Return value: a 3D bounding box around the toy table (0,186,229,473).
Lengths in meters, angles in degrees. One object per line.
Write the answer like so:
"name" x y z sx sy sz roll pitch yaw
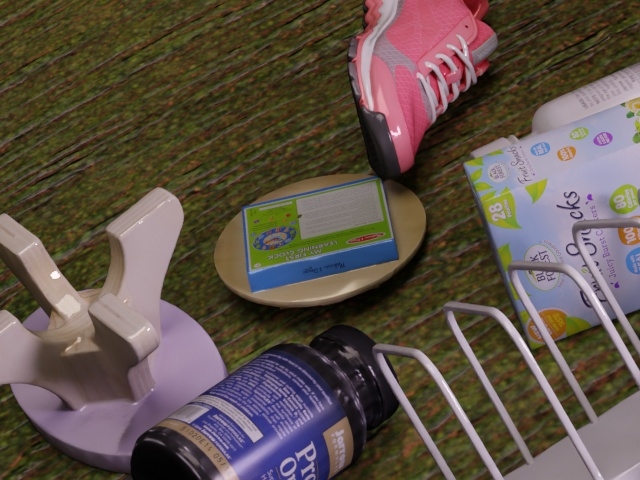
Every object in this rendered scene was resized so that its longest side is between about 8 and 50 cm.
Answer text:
"toy table" -0.210 0.083 1.802 0.274 0.161 0.252 18 54 38

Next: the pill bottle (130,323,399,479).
"pill bottle" -0.041 0.161 1.645 0.219 0.123 0.123 -33 38 -33

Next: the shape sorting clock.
"shape sorting clock" 0.000 0.000 1.887 0.206 0.040 0.206 -10 30 6

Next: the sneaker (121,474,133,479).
"sneaker" -0.139 0.241 1.673 0.089 0.051 0.170 -6 39 26

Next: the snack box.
"snack box" 0.246 -0.020 1.689 0.207 0.174 0.070 -21 36 4

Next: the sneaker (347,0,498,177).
"sneaker" 0.107 -0.183 1.980 0.136 0.116 0.314 -6 38 13

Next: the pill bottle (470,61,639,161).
"pill bottle" 0.259 -0.078 1.781 0.229 0.131 0.131 -24 39 -1

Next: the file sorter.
"file sorter" 0.208 0.089 1.524 0.278 0.173 0.193 -31 5 -10
